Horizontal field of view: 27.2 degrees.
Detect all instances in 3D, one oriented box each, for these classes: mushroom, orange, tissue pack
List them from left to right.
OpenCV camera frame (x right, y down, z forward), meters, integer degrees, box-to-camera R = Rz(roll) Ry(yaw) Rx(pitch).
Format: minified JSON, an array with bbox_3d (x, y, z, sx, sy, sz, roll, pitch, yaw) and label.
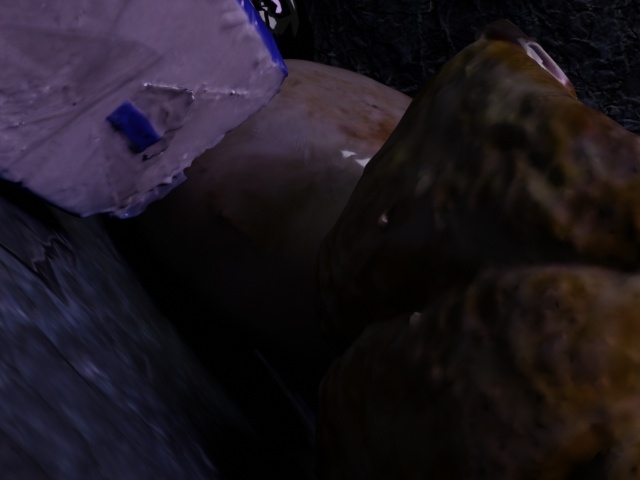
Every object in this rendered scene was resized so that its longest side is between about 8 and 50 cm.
[{"bbox_3d":[-0.162,-0.150,0.576,0.270,0.137,0.209,46,1,26],"label":"tissue pack"},{"bbox_3d":[0.000,0.000,0.744,0.226,0.178,0.226,19,20,-7],"label":"mushroom"},{"bbox_3d":[0.121,0.109,0.529,0.369,0.210,0.271,47,-1,23],"label":"orange"}]

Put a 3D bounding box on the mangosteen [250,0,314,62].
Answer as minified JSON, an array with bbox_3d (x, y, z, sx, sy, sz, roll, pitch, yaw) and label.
[{"bbox_3d":[-0.117,-0.198,1.403,0.243,0.243,0.243,48,2,-2],"label":"mangosteen"}]

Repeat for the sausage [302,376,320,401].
[{"bbox_3d":[0.079,0.122,0.825,0.259,0.113,0.113,48,2,38],"label":"sausage"}]
